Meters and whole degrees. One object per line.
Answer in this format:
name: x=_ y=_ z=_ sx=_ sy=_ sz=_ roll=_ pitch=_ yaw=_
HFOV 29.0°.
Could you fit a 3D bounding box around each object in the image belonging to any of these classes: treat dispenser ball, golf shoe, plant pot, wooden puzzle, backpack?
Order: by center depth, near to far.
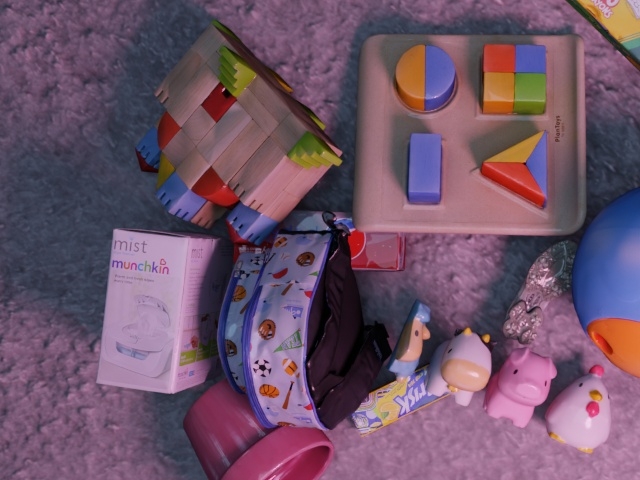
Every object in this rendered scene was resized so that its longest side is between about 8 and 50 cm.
treat dispenser ball: x=0.498 y=0.059 z=1.738 sx=0.288 sy=0.288 sz=0.288 roll=0 pitch=89 yaw=11
backpack: x=-0.035 y=0.139 z=1.807 sx=0.213 sy=0.263 sz=0.277 roll=-9 pitch=129 yaw=17
wooden puzzle: x=0.220 y=-0.170 z=1.854 sx=0.347 sy=0.080 sz=0.322 roll=0 pitch=73 yaw=10
golf shoe: x=0.329 y=0.069 z=1.869 sx=0.069 sy=0.086 sz=0.176 roll=33 pitch=102 yaw=-3
plant pot: x=-0.110 y=0.314 z=1.907 sx=0.201 sy=0.201 sz=0.180 roll=-46 pitch=66 yaw=7

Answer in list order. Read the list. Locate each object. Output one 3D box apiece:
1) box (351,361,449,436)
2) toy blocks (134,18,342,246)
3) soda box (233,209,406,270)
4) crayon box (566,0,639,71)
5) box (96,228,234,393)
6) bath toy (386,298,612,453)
box: x=0.129 y=0.242 z=1.924 sx=0.168 sy=0.054 sz=0.059 roll=-27 pitch=85 yaw=8
toy blocks: x=-0.152 y=-0.138 z=1.890 sx=0.261 sy=0.190 sz=0.381 roll=-48 pitch=55 yaw=11
soda box: x=0.000 y=0.000 z=1.936 sx=0.263 sy=0.083 sz=0.092 roll=2 pitch=88 yaw=11
crayon box: x=0.461 y=-0.391 z=1.855 sx=0.278 sy=0.081 sz=0.165 roll=45 pitch=97 yaw=8
box: x=-0.226 y=0.100 z=1.887 sx=0.126 sy=0.262 sz=0.231 roll=6 pitch=91 yaw=11
bath toy: x=0.277 y=0.201 z=1.820 sx=0.348 sy=0.151 sz=0.129 roll=21 pitch=93 yaw=-7
